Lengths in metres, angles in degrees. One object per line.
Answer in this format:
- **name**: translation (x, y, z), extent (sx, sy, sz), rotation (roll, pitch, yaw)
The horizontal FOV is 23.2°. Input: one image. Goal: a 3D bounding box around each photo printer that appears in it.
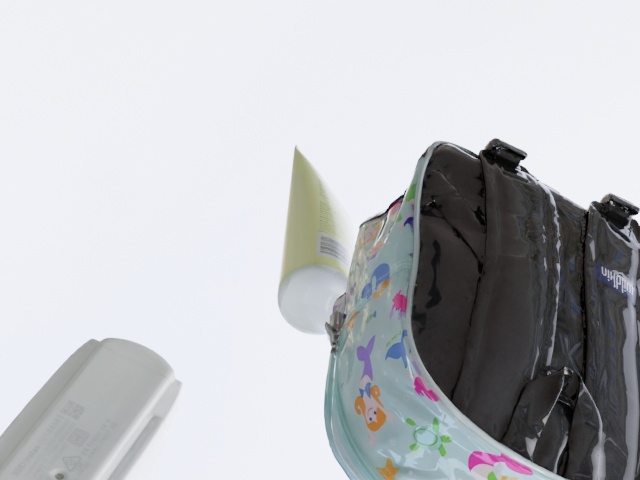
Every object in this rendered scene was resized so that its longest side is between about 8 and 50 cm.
- **photo printer**: translation (-0.225, 0.261, 1.262), extent (0.107, 0.307, 0.256), rotation (25, -141, 7)

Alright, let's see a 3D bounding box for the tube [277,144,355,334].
- **tube**: translation (0.000, 0.000, 1.284), extent (0.062, 0.070, 0.240), rotation (8, -156, -2)

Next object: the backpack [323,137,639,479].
- **backpack**: translation (0.114, 0.087, 0.997), extent (0.191, 0.225, 0.253), rotation (-53, -161, 33)
